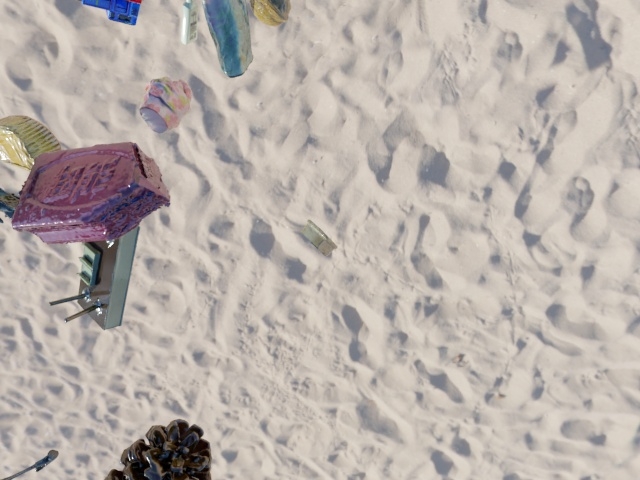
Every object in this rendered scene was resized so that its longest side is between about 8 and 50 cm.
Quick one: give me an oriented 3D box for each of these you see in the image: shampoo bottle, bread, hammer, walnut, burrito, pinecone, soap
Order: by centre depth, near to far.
[{"bbox_3d":[-0.388,-0.084,0.730,0.250,0.162,0.099,-4,155,16],"label":"soap"},{"bbox_3d":[-0.609,0.459,0.780,0.078,0.201,0.021,-42,72,36],"label":"hammer"},{"bbox_3d":[-0.211,-0.509,0.949,0.089,0.143,0.228,-1,140,7],"label":"burrito"},{"bbox_3d":[-0.372,0.557,0.975,0.244,0.244,0.309,29,100,-6],"label":"pinecone"},{"bbox_3d":[-0.327,-0.564,1.041,0.034,0.049,0.141,37,143,6],"label":"shampoo bottle"},{"bbox_3d":[-0.130,-0.621,1.095,0.105,0.105,0.124,-39,84,27],"label":"walnut"},{"bbox_3d":[-1.021,-0.339,1.436,0.250,0.133,0.178,10,135,25],"label":"bread"}]

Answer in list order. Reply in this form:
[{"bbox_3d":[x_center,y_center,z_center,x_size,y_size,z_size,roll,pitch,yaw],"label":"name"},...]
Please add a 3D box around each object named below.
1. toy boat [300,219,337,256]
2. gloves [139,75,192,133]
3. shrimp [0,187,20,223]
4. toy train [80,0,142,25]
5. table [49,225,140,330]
[{"bbox_3d":[0.000,0.000,1.532,0.061,0.188,0.116,-47,65,0],"label":"toy boat"},{"bbox_3d":[-0.457,-0.432,1.270,0.145,0.241,0.126,38,140,-28],"label":"gloves"},{"bbox_3d":[-0.772,-0.202,0.884,0.445,0.085,0.272,37,106,-2],"label":"shrimp"},{"bbox_3d":[-0.625,-0.710,1.190,0.204,0.082,0.131,-4,152,-37],"label":"toy train"},{"bbox_3d":[-0.474,0.059,0.858,0.122,0.111,0.240,28,110,30],"label":"table"}]
